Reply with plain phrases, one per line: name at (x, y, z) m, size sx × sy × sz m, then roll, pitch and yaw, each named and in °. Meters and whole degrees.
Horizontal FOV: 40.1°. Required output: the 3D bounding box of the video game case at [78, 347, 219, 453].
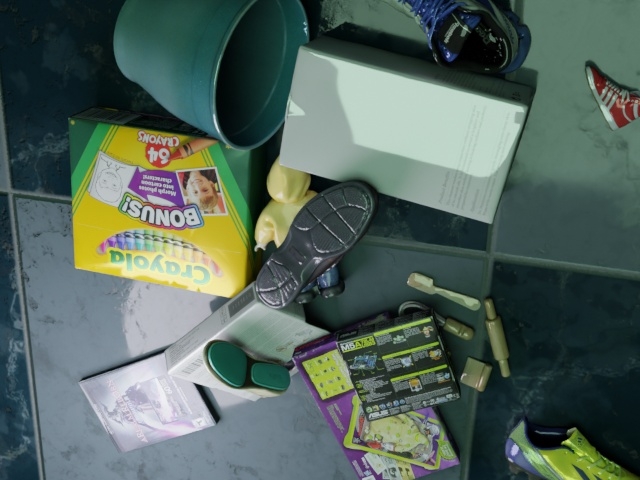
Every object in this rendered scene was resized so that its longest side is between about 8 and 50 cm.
video game case at (-0.381, 0.355, 1.932) m, size 0.274 × 0.026 × 0.196 m, roll -21°, pitch 104°, yaw 22°

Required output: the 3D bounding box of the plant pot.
plant pot at (-0.198, -0.319, 1.485) m, size 0.255 × 0.272 × 0.271 m, roll 22°, pitch 117°, yaw 23°

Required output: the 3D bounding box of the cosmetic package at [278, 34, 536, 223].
cosmetic package at (0.140, -0.194, 1.480) m, size 0.385 × 0.156 × 0.217 m, roll 19°, pitch 115°, yaw 10°

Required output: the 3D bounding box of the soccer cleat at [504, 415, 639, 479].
soccer cleat at (0.495, 0.421, 1.654) m, size 0.289 × 0.093 × 0.121 m, roll 19°, pitch 109°, yaw 9°

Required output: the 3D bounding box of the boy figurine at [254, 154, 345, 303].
boy figurine at (-0.045, -0.025, 1.635) m, size 0.177 × 0.092 × 0.285 m, roll -15°, pitch 105°, yaw 11°

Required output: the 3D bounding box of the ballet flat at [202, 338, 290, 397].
ballet flat at (-0.160, 0.253, 1.688) m, size 0.086 × 0.086 × 0.248 m, roll -30°, pitch 141°, yaw 25°

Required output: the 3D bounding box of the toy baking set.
toy baking set at (0.252, 0.178, 1.662) m, size 0.197 × 0.030 × 0.256 m, roll -6°, pitch 109°, yaw 19°

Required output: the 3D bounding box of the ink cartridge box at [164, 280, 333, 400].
ink cartridge box at (-0.131, 0.208, 1.744) m, size 0.275 × 0.060 × 0.239 m, roll -38°, pitch 137°, yaw 26°

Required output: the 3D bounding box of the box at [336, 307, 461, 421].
box at (0.148, 0.236, 1.645) m, size 0.191 × 0.045 × 0.184 m, roll -18°, pitch 106°, yaw 13°

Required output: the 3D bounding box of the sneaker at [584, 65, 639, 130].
sneaker at (0.478, -0.241, 1.418) m, size 0.067 × 0.042 × 0.118 m, roll -24°, pitch 110°, yaw 28°

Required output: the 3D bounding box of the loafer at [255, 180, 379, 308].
loafer at (0.000, 0.000, 1.523) m, size 0.109 × 0.095 × 0.302 m, roll 49°, pitch 120°, yaw 11°

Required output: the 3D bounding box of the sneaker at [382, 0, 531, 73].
sneaker at (0.196, -0.368, 1.375) m, size 0.316 × 0.182 × 0.127 m, roll 38°, pitch 115°, yaw 0°

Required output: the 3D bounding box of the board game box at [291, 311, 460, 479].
board game box at (0.113, 0.327, 1.731) m, size 0.208 × 0.056 × 0.346 m, roll -22°, pitch 107°, yaw 19°

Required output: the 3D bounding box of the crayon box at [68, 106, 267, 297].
crayon box at (-0.294, -0.073, 1.686) m, size 0.363 × 0.106 × 0.313 m, roll 10°, pitch 113°, yaw 12°
